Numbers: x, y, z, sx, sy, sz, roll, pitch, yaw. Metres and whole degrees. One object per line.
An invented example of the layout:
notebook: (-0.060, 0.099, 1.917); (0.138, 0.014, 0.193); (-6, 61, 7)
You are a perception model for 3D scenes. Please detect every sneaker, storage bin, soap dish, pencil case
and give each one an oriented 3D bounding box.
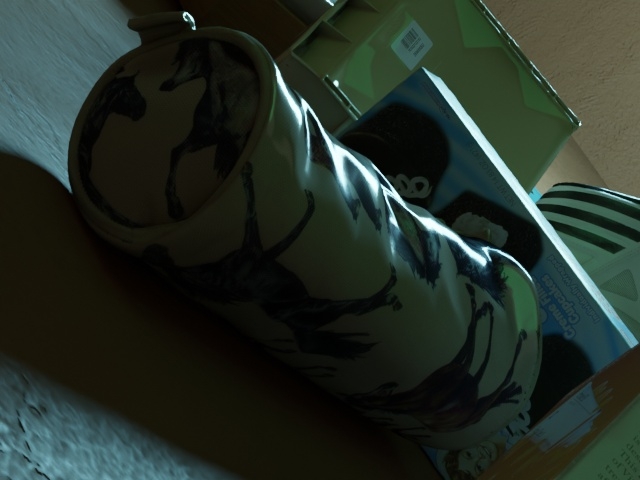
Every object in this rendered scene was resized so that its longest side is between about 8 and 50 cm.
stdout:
sneaker: (0.359, 0.119, 1.983); (0.447, 0.257, 0.169); (47, -19, -16)
storage bin: (0.081, -0.112, 1.799); (0.260, 0.123, 0.262); (49, 44, -8)
soap dish: (-0.050, -0.248, 1.985); (0.291, 0.118, 0.229); (37, 19, -46)
pencil case: (0.000, 0.000, 1.370); (0.410, 0.160, 0.183); (37, 37, -46)

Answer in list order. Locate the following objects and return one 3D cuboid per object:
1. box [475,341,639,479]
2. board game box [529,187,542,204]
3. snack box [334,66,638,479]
box: (0.179, 0.178, 1.086); (0.168, 0.215, 0.345); (52, 41, 4)
board game box: (0.194, -0.053, 2.372); (0.254, 0.079, 0.336); (46, 13, -20)
snack box: (0.110, 0.041, 1.582); (0.322, 0.187, 0.060); (54, 13, 15)
